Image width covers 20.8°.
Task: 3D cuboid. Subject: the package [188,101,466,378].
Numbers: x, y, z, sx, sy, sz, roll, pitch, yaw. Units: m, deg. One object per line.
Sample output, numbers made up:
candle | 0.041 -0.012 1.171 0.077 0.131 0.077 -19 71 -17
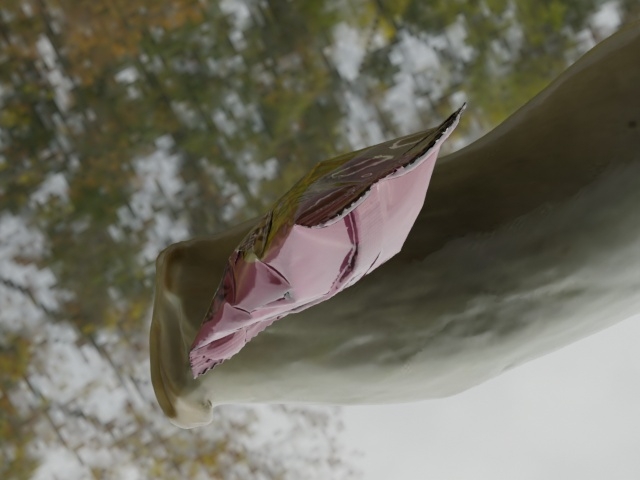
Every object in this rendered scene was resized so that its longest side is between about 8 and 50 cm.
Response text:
package | 0.000 0.000 0.421 0.059 0.029 0.083 -38 172 -37

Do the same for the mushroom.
mushroom | 0.092 -0.014 0.707 0.351 0.109 0.097 -25 167 -16
